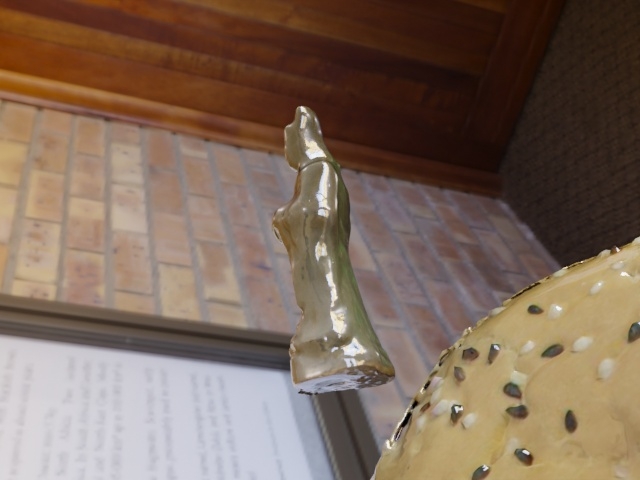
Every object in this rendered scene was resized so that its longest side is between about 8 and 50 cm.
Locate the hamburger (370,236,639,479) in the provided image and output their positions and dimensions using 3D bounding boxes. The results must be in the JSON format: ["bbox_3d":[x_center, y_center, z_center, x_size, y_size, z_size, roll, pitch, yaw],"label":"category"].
[{"bbox_3d":[0.157,0.139,0.371,0.318,0.195,0.277,-42,31,5],"label":"hamburger"}]

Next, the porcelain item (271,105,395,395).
[{"bbox_3d":[0.000,0.000,0.659,0.081,0.069,0.215,32,-134,-64],"label":"porcelain item"}]
